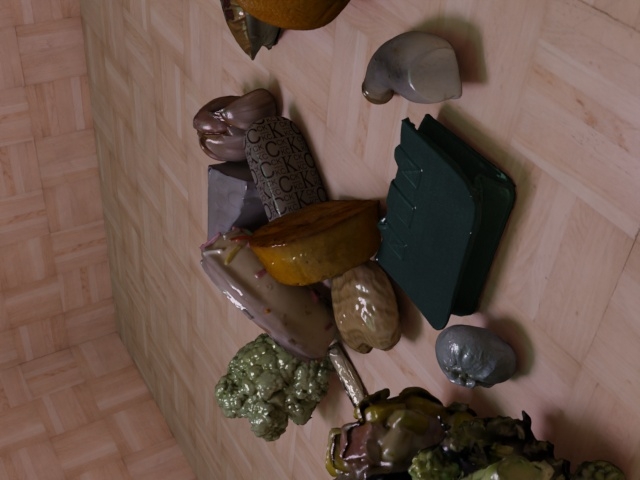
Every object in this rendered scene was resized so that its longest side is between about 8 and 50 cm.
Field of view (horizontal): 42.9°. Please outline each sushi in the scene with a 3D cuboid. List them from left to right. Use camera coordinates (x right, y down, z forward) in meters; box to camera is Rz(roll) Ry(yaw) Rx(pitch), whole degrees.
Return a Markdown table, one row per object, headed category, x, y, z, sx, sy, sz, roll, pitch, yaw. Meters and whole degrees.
| category | x | y | z | sx | sy | sz | roll | pitch | yaw |
| --- | --- | --- | --- | --- | --- | --- | --- | --- | --- |
| sushi | 0.164 | 0.434 | 1.516 | 0.328 | 0.328 | 0.285 | 99 | 160 | -66 |

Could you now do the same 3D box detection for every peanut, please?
| category | x | y | z | sx | sy | sz | roll | pitch | yaw |
| --- | --- | --- | --- | --- | --- | --- | --- | --- | --- |
| peanut | 0.088 | 0.138 | 1.678 | 0.233 | 0.110 | 0.196 | -31 | 78 | 61 |

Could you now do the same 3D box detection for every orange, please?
| category | x | y | z | sx | sy | sz | roll | pitch | yaw |
| --- | --- | --- | --- | --- | --- | --- | --- | --- | --- |
| orange | -0.044 | -0.483 | 1.390 | 0.264 | 0.264 | 0.264 | 41 | 140 | 47 |

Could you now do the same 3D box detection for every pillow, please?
| category | x | y | z | sx | sy | sz | roll | pitch | yaw |
| --- | --- | --- | --- | --- | --- | --- | --- | --- | --- |
| pillow | -0.145 | -0.527 | 1.628 | 0.312 | 0.119 | 0.309 | -83 | -13 | -73 |

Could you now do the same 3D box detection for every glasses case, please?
| category | x | y | z | sx | sy | sz | roll | pitch | yaw |
| --- | --- | --- | --- | --- | --- | --- | --- | --- | --- |
| glasses case | -0.060 | -0.103 | 1.782 | 0.085 | 0.137 | 0.354 | -25 | 85 | 58 |

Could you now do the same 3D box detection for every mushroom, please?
| category | x | y | z | sx | sy | sz | roll | pitch | yaw |
| --- | --- | --- | --- | --- | --- | --- | --- | --- | --- |
| mushroom | 0.139 | -0.282 | 1.341 | 0.270 | 0.103 | 0.118 | -152 | 55 | -68 |

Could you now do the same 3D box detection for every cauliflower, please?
| category | x | y | z | sx | sy | sz | roll | pitch | yaw |
| --- | --- | --- | --- | --- | --- | --- | --- | --- | --- |
| cauliflower | -0.099 | 0.375 | 2.035 | 0.327 | 0.260 | 0.281 | -21 | 108 | 28 |

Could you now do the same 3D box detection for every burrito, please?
| category | x | y | z | sx | sy | sz | roll | pitch | yaw |
| --- | --- | --- | --- | --- | --- | --- | --- | --- | --- |
| burrito | 0.067 | 0.322 | 1.917 | 0.045 | 0.041 | 0.185 | -35 | 69 | 20 |

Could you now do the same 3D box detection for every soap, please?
| category | x | y | z | sx | sy | sz | roll | pitch | yaw |
| --- | --- | --- | --- | --- | --- | --- | --- | --- | --- |
| soap | -0.162 | -0.041 | 1.960 | 0.258 | 0.159 | 0.302 | 24 | 119 | 53 |

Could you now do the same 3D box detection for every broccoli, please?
| category | x | y | z | sx | sy | sz | roll | pitch | yaw |
| --- | --- | --- | --- | --- | --- | --- | --- | --- | --- |
| broccoli | 0.259 | 0.400 | 1.204 | 0.293 | 0.348 | 0.280 | 30 | 144 | 18 |

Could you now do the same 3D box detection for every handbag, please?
| category | x | y | z | sx | sy | sz | roll | pitch | yaw |
| --- | --- | --- | --- | --- | --- | --- | --- | --- | --- |
| handbag | 0.198 | -0.027 | 1.388 | 0.238 | 0.089 | 0.326 | 51 | 148 | 37 |

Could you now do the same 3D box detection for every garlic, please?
| category | x | y | z | sx | sy | sz | roll | pitch | yaw |
| --- | --- | --- | --- | --- | --- | --- | --- | --- | --- |
| garlic | -0.192 | -0.263 | 1.908 | 0.214 | 0.191 | 0.160 | 10 | 125 | 54 |

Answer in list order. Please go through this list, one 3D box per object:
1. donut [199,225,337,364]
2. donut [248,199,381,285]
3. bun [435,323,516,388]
| category | x | y | z | sx | sy | sz | roll | pitch | yaw |
| --- | --- | --- | --- | --- | --- | --- | --- | --- | --- |
| donut | -0.108 | 0.114 | 1.854 | 0.383 | 0.142 | 0.382 | 43 | 178 | 2 |
| donut | -0.001 | 0.000 | 1.601 | 0.278 | 0.278 | 0.108 | 7 | 120 | 62 |
| bun | 0.256 | 0.202 | 1.367 | 0.141 | 0.083 | 0.140 | 21 | 148 | 14 |
